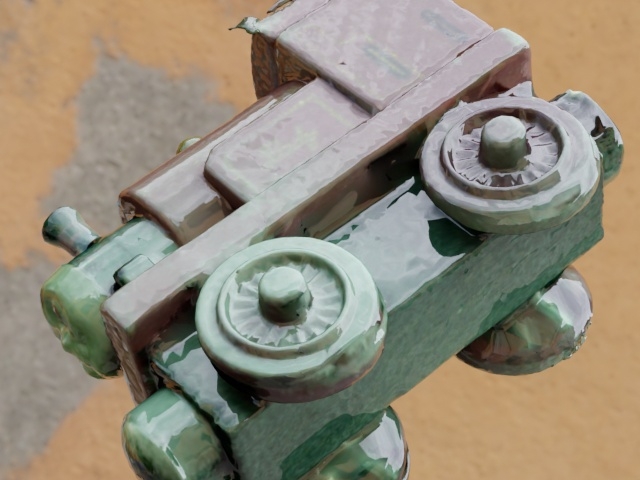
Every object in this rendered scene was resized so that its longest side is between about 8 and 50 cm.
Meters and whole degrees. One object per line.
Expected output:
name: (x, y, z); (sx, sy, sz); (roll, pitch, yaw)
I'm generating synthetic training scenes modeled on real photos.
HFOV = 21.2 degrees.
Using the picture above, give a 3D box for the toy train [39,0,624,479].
toy train: (0.000, 0.000, 0.855); (0.221, 0.304, 0.150); (38, -28, 34)
